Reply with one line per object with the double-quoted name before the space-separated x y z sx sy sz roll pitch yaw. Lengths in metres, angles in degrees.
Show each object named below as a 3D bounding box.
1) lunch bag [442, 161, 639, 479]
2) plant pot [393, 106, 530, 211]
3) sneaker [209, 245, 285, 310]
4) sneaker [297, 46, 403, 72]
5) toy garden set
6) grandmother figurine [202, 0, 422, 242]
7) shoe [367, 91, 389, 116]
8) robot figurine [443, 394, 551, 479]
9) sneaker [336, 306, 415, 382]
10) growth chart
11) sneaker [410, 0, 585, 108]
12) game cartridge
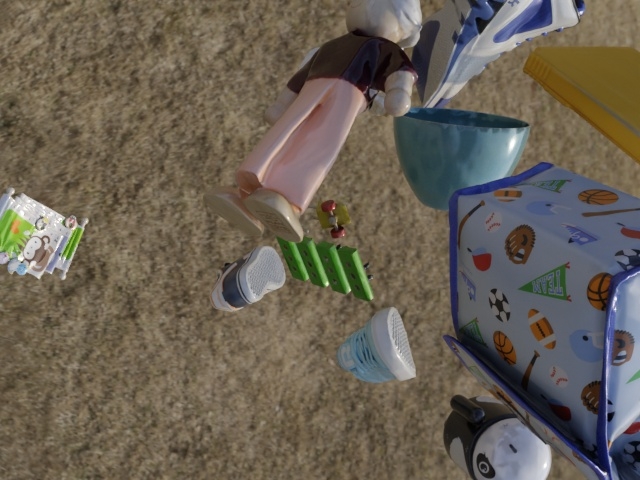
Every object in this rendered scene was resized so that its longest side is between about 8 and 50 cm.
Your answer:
"lunch bag" 0.340 0.132 1.048 0.238 0.328 0.386 -17 120 -21
"plant pot" 0.293 -0.171 1.635 0.290 0.290 0.196 -11 112 -43
"sneaker" -0.190 0.097 1.951 0.126 0.127 0.321 68 16 -3
"sneaker" 0.048 -0.318 1.361 0.094 0.212 0.080 -54 125 -43
"toy garden set" 0.000 0.000 1.474 0.049 0.244 0.204 -36 119 -28
"grandmother figurine" 0.017 -0.161 0.821 0.343 0.207 0.104 -61 141 -21
"shoe" 0.166 -0.385 2.095 0.058 0.219 0.077 24 99 -7
"robot figurine" 0.362 0.431 1.585 0.209 0.278 0.174 14 92 -15
"sneaker" 0.103 0.227 1.485 0.366 0.150 0.135 60 15 -70
"growth chart" -0.598 -0.005 1.576 0.237 0.021 0.172 34 66 -56
"sneaker" 0.259 -0.305 1.050 0.182 0.316 0.128 2 57 -18
"game cartridge" 0.524 -0.222 1.231 0.285 0.324 0.053 -8 133 -30
